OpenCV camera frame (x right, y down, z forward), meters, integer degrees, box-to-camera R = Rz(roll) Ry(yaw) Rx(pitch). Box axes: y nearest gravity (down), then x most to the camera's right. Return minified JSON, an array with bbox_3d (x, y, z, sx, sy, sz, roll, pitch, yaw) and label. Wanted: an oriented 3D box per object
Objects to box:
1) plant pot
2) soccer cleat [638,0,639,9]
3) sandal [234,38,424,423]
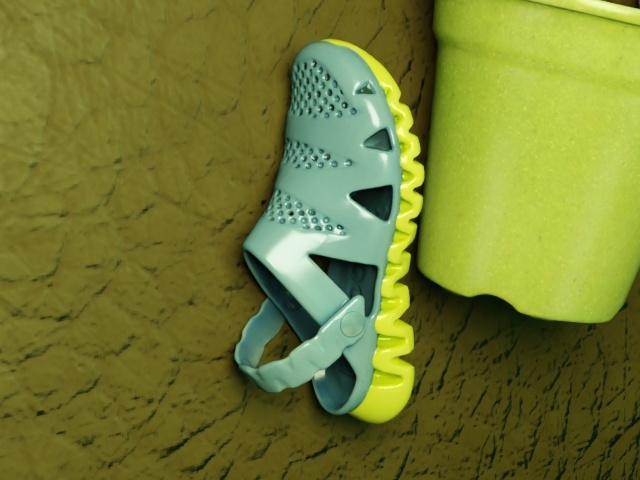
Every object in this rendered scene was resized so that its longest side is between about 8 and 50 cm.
[{"bbox_3d":[0.194,-0.075,1.044,0.276,0.276,0.254,5,104,-34],"label":"plant pot"},{"bbox_3d":[0.373,-0.355,1.219,0.116,0.108,0.318,32,79,-11],"label":"soccer cleat"},{"bbox_3d":[0.000,0.000,0.988,0.138,0.126,0.318,-5,97,-29],"label":"sandal"}]
